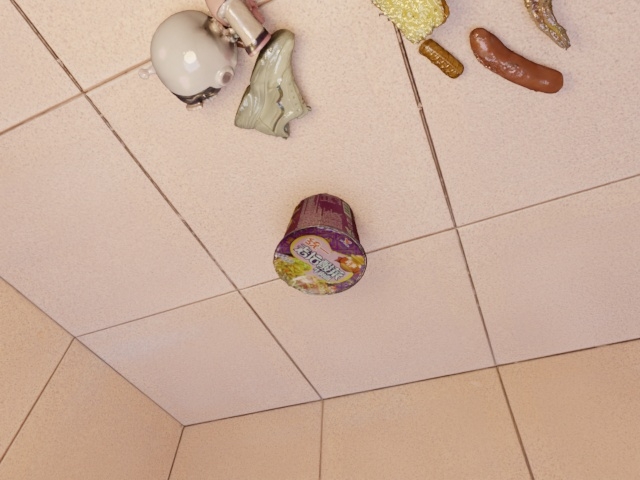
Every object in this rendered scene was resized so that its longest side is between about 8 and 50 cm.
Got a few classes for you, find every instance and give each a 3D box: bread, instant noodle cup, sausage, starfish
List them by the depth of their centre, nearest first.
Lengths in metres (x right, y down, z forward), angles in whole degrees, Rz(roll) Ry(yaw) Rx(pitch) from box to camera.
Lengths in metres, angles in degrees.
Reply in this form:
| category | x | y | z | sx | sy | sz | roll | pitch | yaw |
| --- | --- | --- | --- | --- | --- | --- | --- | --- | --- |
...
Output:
| category | x | y | z | sx | sy | sz | roll | pitch | yaw |
| --- | --- | --- | --- | --- | --- | --- | --- | --- | --- |
| starfish | 0.510 | -0.713 | 1.074 | 0.384 | 0.132 | 0.398 | 10 | 144 | 6 |
| bread | 0.226 | -0.644 | 1.133 | 0.229 | 0.139 | 0.143 | 41 | 124 | -14 |
| sausage | 0.567 | -0.519 | 1.259 | 0.327 | 0.079 | 0.087 | 21 | 128 | -12 |
| bread | 0.361 | -0.540 | 1.273 | 0.157 | 0.044 | 0.052 | 29 | 128 | -19 |
| instant noodle cup | 0.000 | 0.000 | 1.596 | 0.340 | 0.266 | 0.339 | 1 | 129 | 1 |

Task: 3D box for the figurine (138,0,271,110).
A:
| category | x | y | z | sx | sy | sz | roll | pitch | yaw |
| --- | --- | --- | --- | --- | --- | --- | --- | --- | --- |
| figurine | -0.325 | -0.557 | 1.180 | 0.361 | 0.253 | 0.211 | -35 | 147 | 33 |

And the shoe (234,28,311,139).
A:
| category | x | y | z | sx | sy | sz | roll | pitch | yaw |
| --- | --- | --- | --- | --- | --- | --- | --- | --- | --- |
| shoe | -0.117 | -0.462 | 1.317 | 0.211 | 0.132 | 0.342 | 19 | 132 | -18 |

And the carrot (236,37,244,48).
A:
| category | x | y | z | sx | sy | sz | roll | pitch | yaw |
| --- | --- | --- | --- | --- | --- | --- | --- | --- | --- |
| carrot | -0.227 | -0.587 | 1.276 | 0.093 | 0.032 | 0.032 | 14 | 129 | -12 |
